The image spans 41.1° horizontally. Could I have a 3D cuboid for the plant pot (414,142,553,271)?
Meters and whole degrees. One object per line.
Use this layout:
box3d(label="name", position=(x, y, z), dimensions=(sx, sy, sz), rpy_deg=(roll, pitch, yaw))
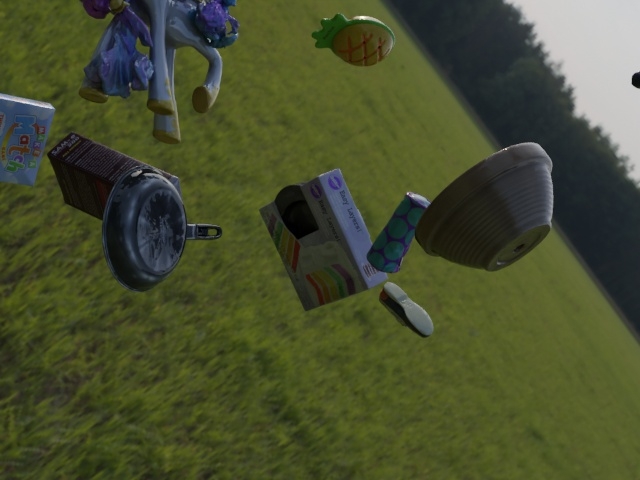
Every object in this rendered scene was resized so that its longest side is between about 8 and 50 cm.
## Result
box3d(label="plant pot", position=(0.270, -0.030, 1.298), dimensions=(0.109, 0.237, 0.237), rpy_deg=(57, 13, 24))

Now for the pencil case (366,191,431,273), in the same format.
box3d(label="pencil case", position=(0.149, -0.012, 1.561), dimensions=(0.070, 0.151, 0.064), rpy_deg=(36, 17, 20))

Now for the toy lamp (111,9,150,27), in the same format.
box3d(label="toy lamp", position=(-0.469, -0.585, 2.211), dimensions=(0.275, 0.080, 0.080), rpy_deg=(35, 5, 24))

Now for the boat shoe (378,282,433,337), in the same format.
box3d(label="boat shoe", position=(0.161, 0.139, 1.622), dimensions=(0.049, 0.043, 0.137), rpy_deg=(-14, 50, -41))

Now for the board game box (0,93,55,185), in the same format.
box3d(label="board game box", position=(-0.606, -0.190, 1.546), dimensions=(0.211, 0.160, 0.039), rpy_deg=(6, 22, -41))

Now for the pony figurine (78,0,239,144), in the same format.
box3d(label="pony figurine", position=(-0.262, -0.373, 1.323), dimensions=(0.351, 0.303, 0.363), rpy_deg=(28, 67, -59))

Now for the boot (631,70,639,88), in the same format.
box3d(label="boot", position=(0.772, -0.353, 1.865), dimensions=(0.190, 0.069, 0.086), rpy_deg=(-5, 20, -31))

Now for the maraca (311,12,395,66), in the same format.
box3d(label="maraca", position=(0.073, -0.434, 1.842), dimensions=(0.186, 0.127, 0.099), rpy_deg=(10, 54, -27))

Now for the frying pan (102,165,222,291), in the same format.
box3d(label="frying pan", position=(-0.241, 0.008, 1.378), dimensions=(0.326, 0.053, 0.197), rpy_deg=(46, 52, -57))

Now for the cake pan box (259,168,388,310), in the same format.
box3d(label="cake pan box", position=(0.000, 0.000, 1.813), dimensions=(0.070, 0.246, 0.267), rpy_deg=(-24, 91, -39))

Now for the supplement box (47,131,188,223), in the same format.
box3d(label="supplement box", position=(-0.355, -0.088, 1.506), dimensions=(0.239, 0.073, 0.130), rpy_deg=(24, -36, 19))
